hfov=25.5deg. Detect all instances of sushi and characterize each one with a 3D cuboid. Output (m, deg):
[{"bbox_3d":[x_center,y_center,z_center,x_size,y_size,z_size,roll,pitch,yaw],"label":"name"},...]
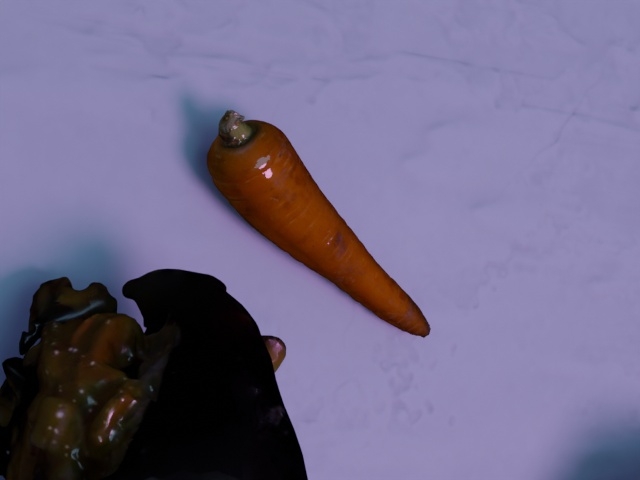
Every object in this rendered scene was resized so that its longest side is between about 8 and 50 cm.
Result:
[{"bbox_3d":[-0.111,0.139,0.856,0.200,0.204,0.213,7,120,-9],"label":"sushi"}]

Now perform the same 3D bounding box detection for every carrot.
[{"bbox_3d":[0.000,0.000,1.015,0.256,0.061,0.061,49,65,-34],"label":"carrot"}]
